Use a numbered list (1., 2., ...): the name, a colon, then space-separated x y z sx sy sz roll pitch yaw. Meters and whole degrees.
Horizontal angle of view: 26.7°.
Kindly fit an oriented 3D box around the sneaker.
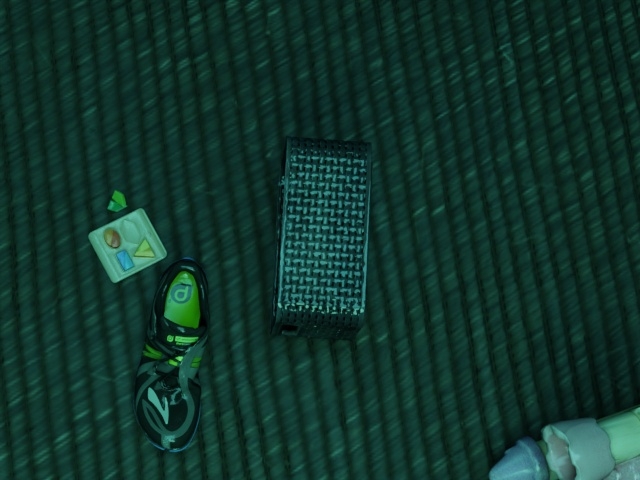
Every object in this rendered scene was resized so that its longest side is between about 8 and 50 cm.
1. sneaker: -0.142 0.106 1.284 0.067 0.078 0.188 7 77 -4

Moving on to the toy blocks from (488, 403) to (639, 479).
1. toy blocks: 0.275 0.278 1.167 0.260 0.309 0.288 -16 79 -15

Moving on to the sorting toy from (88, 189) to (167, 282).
1. sorting toy: -0.198 -0.007 1.337 0.062 0.012 0.083 -28 82 -11

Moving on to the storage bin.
1. storage bin: 0.000 0.000 1.299 0.084 0.122 0.180 3 77 -5
